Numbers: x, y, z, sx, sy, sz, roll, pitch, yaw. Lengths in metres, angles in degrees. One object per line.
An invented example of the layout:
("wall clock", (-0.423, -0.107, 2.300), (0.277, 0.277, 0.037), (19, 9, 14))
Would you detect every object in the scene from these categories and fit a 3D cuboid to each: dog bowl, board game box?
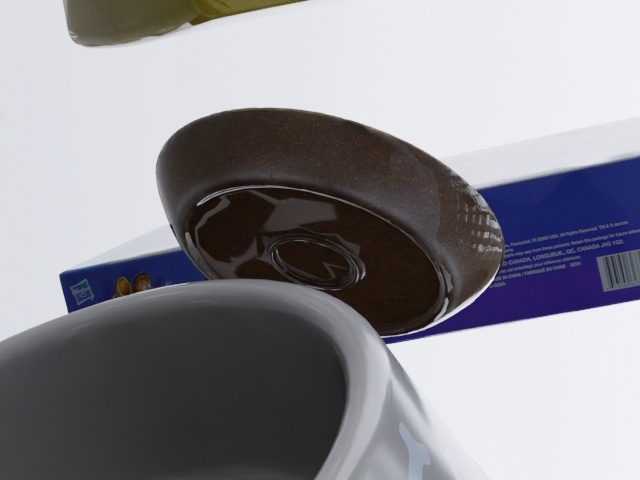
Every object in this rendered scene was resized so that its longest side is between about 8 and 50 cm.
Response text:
("dog bowl", (-0.100, 0.137, 0.662), (0.102, 0.349, 0.349), (65, -9, -22))
("board game box", (0.048, 0.003, 1.070), (0.233, 0.347, 0.078), (-33, 110, -71))

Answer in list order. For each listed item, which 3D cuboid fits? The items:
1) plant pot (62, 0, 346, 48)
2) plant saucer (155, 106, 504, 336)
("plant pot", (-0.042, -0.222, 1.012), (0.187, 0.212, 0.212), (-146, -135, -66))
("plant saucer", (0.000, 0.000, 0.807), (0.168, 0.168, 0.029), (121, -11, -59))
